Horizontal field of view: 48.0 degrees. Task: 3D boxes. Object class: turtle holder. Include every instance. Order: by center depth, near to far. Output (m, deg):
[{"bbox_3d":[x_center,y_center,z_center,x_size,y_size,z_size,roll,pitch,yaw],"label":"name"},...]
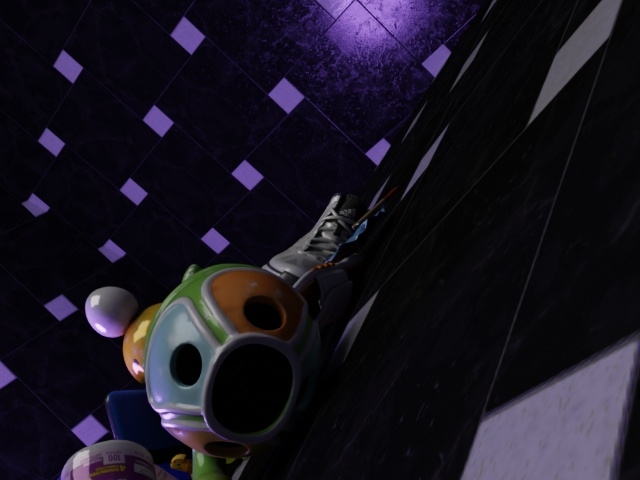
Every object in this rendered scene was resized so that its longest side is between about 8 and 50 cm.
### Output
[{"bbox_3d":[-0.132,0.191,0.962,0.320,0.243,0.227,-50,18,-5],"label":"turtle holder"}]

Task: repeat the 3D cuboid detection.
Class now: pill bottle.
[{"bbox_3d":[-0.355,0.512,1.237,0.169,0.169,0.301,-58,35,26],"label":"pill bottle"}]

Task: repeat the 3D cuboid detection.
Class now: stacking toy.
[{"bbox_3d":[-0.345,0.266,1.708,0.350,0.480,0.350,-59,1,2],"label":"stacking toy"}]

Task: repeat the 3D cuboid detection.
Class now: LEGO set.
[{"bbox_3d":[-0.258,0.449,1.456,0.087,0.093,0.227,-60,-16,-80],"label":"LEGO set"}]

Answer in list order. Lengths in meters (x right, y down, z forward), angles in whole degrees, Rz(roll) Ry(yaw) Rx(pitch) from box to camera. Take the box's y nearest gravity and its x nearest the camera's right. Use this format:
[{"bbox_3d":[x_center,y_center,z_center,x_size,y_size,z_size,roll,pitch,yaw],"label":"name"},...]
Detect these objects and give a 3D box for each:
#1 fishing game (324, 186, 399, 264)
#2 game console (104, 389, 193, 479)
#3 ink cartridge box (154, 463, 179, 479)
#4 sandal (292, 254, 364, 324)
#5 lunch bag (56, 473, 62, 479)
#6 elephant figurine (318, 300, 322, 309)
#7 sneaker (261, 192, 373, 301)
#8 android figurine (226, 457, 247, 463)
[{"bbox_3d":[0.063,0.016,1.331,0.189,0.041,0.264,-40,-12,-36],"label":"fishing game"},{"bbox_3d":[-0.420,0.505,1.721,0.173,0.250,0.293,-34,-25,21],"label":"game console"},{"bbox_3d":[-0.422,0.707,1.500,0.384,0.160,0.279,-58,2,7],"label":"ink cartridge box"},{"bbox_3d":[0.023,0.088,1.207,0.265,0.076,0.102,-23,-29,-55],"label":"sandal"},{"bbox_3d":[-0.460,0.500,1.446,0.096,0.129,0.151,-57,0,-3],"label":"lunch bag"},{"bbox_3d":[-0.103,0.161,1.349,0.239,0.186,0.169,-35,-27,-12],"label":"elephant figurine"},{"bbox_3d":[-0.001,-0.001,1.681,0.257,0.169,0.447,-60,-1,6],"label":"sneaker"},{"bbox_3d":[-0.120,0.324,1.402,0.248,0.056,0.273,-58,0,3],"label":"android figurine"}]
